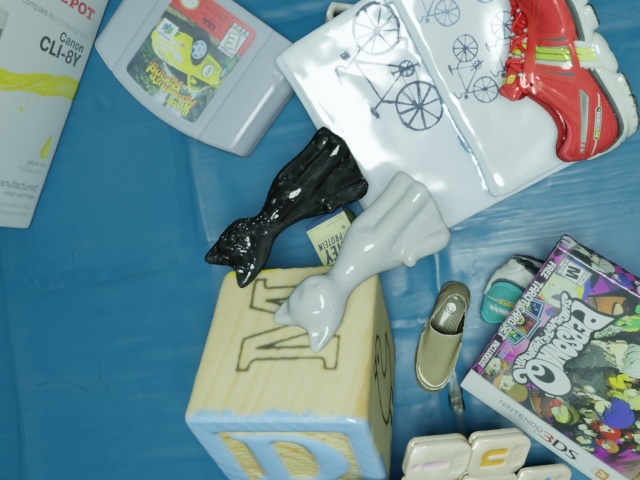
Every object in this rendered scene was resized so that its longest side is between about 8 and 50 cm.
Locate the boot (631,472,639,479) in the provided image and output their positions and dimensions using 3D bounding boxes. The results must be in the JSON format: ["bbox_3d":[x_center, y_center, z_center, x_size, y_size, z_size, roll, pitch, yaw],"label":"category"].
[{"bbox_3d":[0.496,0.286,0.688,0.248,0.090,0.207,40,110,-2],"label":"boot"}]

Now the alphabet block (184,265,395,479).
[{"bbox_3d":[-0.020,0.163,0.741,0.193,0.192,0.197,-2,48,12],"label":"alphabet block"}]

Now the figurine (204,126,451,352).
[{"bbox_3d":[0.000,0.000,0.707,0.209,0.092,0.215,-43,51,-13],"label":"figurine"}]

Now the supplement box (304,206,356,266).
[{"bbox_3d":[0.030,0.008,0.829,0.056,0.083,0.083,-29,82,10],"label":"supplement box"}]

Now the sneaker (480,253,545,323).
[{"bbox_3d":[0.321,0.127,0.762,0.275,0.107,0.110,36,115,17],"label":"sneaker"}]

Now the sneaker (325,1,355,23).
[{"bbox_3d":[0.090,-0.255,0.825,0.185,0.084,0.070,23,93,14],"label":"sneaker"}]

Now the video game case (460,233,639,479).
[{"bbox_3d":[0.296,0.141,0.696,0.210,0.042,0.232,35,126,16],"label":"video game case"}]

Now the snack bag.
[{"bbox_3d":[0.151,-0.183,0.784,0.342,0.037,0.323,-28,100,11],"label":"snack bag"}]

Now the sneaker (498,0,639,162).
[{"bbox_3d":[0.244,-0.208,0.701,0.118,0.107,0.279,-31,99,14],"label":"sneaker"}]

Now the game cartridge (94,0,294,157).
[{"bbox_3d":[-0.179,-0.259,0.909,0.294,0.060,0.196,38,100,12],"label":"game cartridge"}]

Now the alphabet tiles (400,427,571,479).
[{"bbox_3d":[0.144,0.327,0.728,0.277,0.021,0.284,-2,120,-15],"label":"alphabet tiles"}]

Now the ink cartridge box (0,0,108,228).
[{"bbox_3d":[-0.483,-0.226,0.862,0.160,0.279,0.385,21,93,13],"label":"ink cartridge box"}]

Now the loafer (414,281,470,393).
[{"bbox_3d":[0.154,0.124,0.811,0.056,0.050,0.148,13,91,14],"label":"loafer"}]
